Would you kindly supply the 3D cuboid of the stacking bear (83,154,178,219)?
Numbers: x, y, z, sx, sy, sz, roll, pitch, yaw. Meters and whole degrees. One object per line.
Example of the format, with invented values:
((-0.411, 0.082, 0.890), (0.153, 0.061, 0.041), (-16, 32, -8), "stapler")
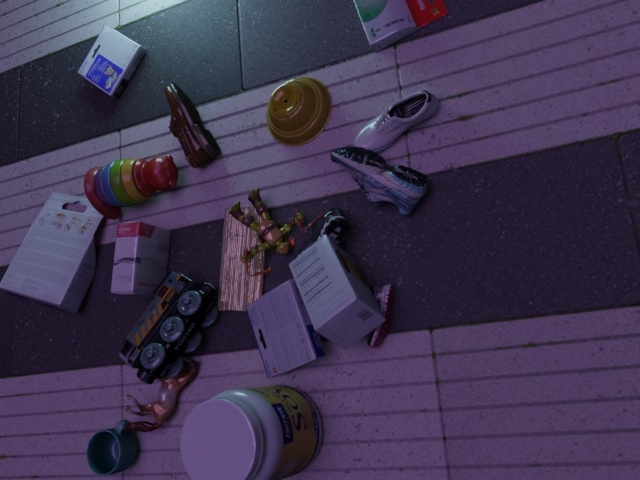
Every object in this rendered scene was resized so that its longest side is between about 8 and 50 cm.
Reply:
((-0.586, -0.190, 1.915), (0.289, 0.164, 0.175), (-12, 75, 18), "stacking bear")

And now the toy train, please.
((-0.442, 0.247, 1.745), (0.190, 0.142, 0.334), (26, 76, 32), "toy train")

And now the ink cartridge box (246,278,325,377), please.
((-0.099, 0.242, 1.632), (0.224, 0.045, 0.223), (-31, 73, 44), "ink cartridge box")

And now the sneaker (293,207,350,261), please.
((0.000, 0.000, 1.651), (0.234, 0.078, 0.106), (-51, 24, 29), "sneaker")

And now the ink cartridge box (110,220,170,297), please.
((-0.548, 0.064, 1.840), (0.092, 0.158, 0.217), (-4, 78, 22), "ink cartridge box")

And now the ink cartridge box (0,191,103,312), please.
((-0.890, 0.034, 2.066), (0.308, 0.091, 0.385), (10, 68, 26), "ink cartridge box")

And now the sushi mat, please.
((-0.230, 0.053, 1.774), (0.151, 0.019, 0.316), (-2, 79, 25), "sushi mat")

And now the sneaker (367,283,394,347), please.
((0.139, 0.191, 1.555), (0.075, 0.063, 0.170), (9, 81, 28), "sneaker")

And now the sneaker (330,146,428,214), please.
((0.137, -0.156, 1.590), (0.283, 0.110, 0.122), (29, 122, 22), "sneaker")

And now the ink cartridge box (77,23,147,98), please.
((-0.740, -0.635, 2.127), (0.208, 0.045, 0.206), (35, 96, 25), "ink cartridge box")

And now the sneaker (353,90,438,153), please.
((0.191, -0.324, 1.612), (0.258, 0.091, 0.094), (-34, 68, 18), "sneaker")

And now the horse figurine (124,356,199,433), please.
((-0.478, 0.454, 1.775), (0.174, 0.066, 0.263), (18, 78, 11), "horse figurine")

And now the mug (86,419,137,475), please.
((-0.605, 0.622, 1.792), (0.158, 0.097, 0.129), (-30, 69, 16), "mug")

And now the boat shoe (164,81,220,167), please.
((-0.435, -0.368, 1.898), (0.104, 0.111, 0.307), (-36, 67, 13), "boat shoe")

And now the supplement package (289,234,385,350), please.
((0.038, 0.128, 1.524), (0.134, 0.139, 0.244), (-39, 43, 13), "supplement package")

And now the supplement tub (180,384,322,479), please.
((-0.164, 0.484, 1.485), (0.241, 0.331, 0.241), (-5, 78, 24), "supplement tub")

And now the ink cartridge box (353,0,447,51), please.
((0.219, -0.663, 1.689), (0.225, 0.056, 0.181), (-24, 71, 21), "ink cartridge box")

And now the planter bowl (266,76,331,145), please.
((-0.084, -0.393, 1.754), (0.217, 0.090, 0.217), (-5, 79, 24), "planter bowl")

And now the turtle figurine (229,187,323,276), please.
((-0.142, -0.041, 1.714), (0.269, 0.087, 0.217), (-40, 80, -1), "turtle figurine")
